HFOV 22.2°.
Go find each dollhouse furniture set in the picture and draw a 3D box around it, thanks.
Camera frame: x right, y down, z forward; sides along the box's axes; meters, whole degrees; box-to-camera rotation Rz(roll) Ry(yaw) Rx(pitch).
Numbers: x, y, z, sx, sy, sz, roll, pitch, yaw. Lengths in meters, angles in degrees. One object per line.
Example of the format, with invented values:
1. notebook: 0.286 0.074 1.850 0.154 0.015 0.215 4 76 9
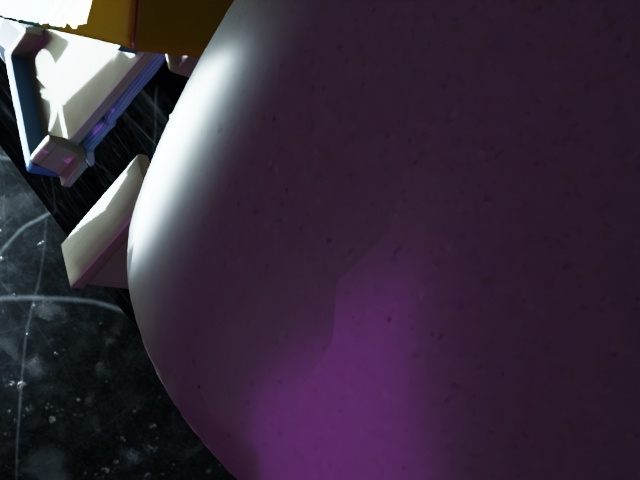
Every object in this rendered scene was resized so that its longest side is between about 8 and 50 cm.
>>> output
1. dollhouse furniture set: -0.111 -0.137 1.443 0.286 0.198 0.303 -44 53 39

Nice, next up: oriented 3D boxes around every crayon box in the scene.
1. crayon box: -0.051 -0.153 0.966 0.323 0.203 0.083 21 108 62

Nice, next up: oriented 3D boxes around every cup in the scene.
1. cup: 0.115 -0.057 0.578 0.331 0.331 0.237 44 135 29

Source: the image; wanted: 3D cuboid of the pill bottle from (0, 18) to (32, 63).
1. pill bottle: -0.278 -0.208 1.714 0.180 0.108 0.108 40 161 39
